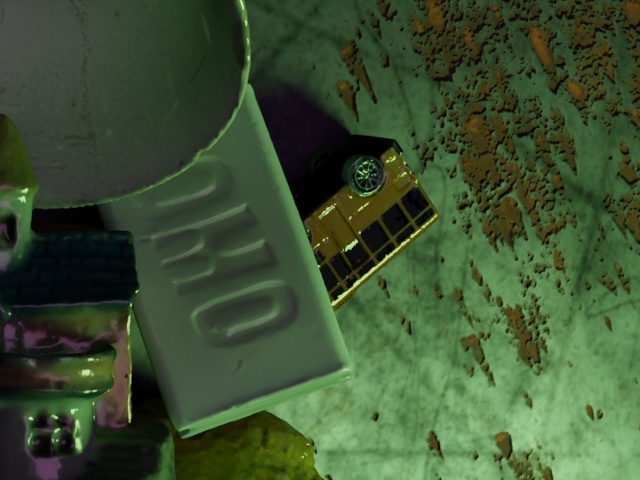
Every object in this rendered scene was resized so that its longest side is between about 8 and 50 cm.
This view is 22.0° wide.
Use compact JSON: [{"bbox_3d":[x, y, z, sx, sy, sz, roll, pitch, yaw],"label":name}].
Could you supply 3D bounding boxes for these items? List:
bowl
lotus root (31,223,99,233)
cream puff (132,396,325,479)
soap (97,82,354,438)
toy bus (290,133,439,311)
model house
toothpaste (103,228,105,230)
[{"bbox_3d":[-0.251,-0.235,1.260,0.435,0.435,0.196,35,45,-26],"label":"bowl"},{"bbox_3d":[-0.256,0.070,1.396,0.135,0.095,0.159,0,115,-11],"label":"lotus root"},{"bbox_3d":[-0.099,0.305,1.429,0.274,0.270,0.323,-9,100,-19],"label":"cream puff"},{"bbox_3d":[-0.090,0.016,1.394,0.159,0.087,0.265,-19,78,-5],"label":"soap"},{"bbox_3d":[0.000,0.000,1.519,0.201,0.098,0.114,-40,111,-16],"label":"toy bus"},{"bbox_3d":[-0.243,0.066,1.240,0.267,0.194,0.325,0,93,-13],"label":"model house"},{"bbox_3d":[-0.167,0.002,1.466,0.197,0.057,0.035,-11,105,-20],"label":"toothpaste"}]
